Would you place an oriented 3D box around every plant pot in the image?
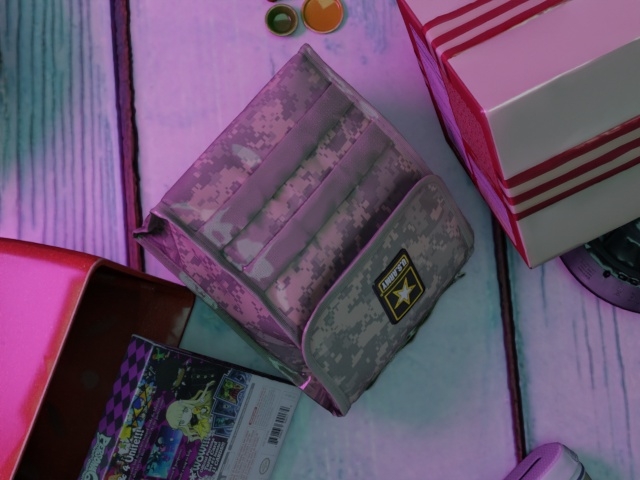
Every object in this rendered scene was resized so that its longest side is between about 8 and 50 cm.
[{"bbox_3d":[-0.305,0.121,0.885,0.235,0.267,0.267,19,85,13],"label":"plant pot"}]

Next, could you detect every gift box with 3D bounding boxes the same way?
[{"bbox_3d":[0.249,-0.156,0.891,0.258,0.276,0.255,-27,51,4],"label":"gift box"}]

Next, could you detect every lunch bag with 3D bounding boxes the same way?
[{"bbox_3d":[0.000,0.000,0.919,0.287,0.169,0.235,43,70,-8],"label":"lunch bag"}]

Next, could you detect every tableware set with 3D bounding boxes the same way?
[{"bbox_3d":[0.007,-0.283,1.028,0.154,0.024,0.104,-14,85,-2],"label":"tableware set"}]

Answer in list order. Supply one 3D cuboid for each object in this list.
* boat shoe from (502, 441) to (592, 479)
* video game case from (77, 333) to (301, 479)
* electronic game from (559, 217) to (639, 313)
[{"bbox_3d":[0.169,0.335,0.927,0.302,0.109,0.094,-43,89,-9],"label":"boat shoe"},{"bbox_3d":[-0.134,0.226,0.904,0.042,0.210,0.232,15,84,44],"label":"video game case"},{"bbox_3d":[0.357,-0.033,0.994,0.229,0.048,0.229,-1,77,2],"label":"electronic game"}]
